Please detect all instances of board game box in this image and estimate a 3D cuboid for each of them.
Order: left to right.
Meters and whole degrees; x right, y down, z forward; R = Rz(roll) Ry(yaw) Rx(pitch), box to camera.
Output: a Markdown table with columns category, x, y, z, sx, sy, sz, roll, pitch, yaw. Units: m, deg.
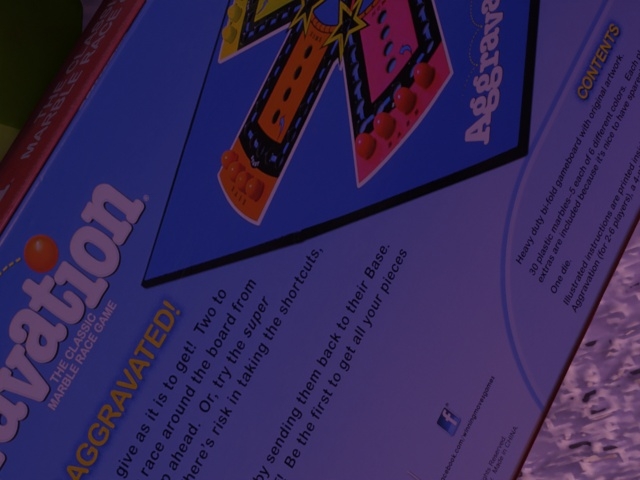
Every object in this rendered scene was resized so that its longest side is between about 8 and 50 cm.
| category | x | y | z | sx | sy | sz | roll | pitch | yaw |
| --- | --- | --- | --- | --- | --- | --- | --- | --- | --- |
| board game box | 0.000 | 0.000 | 0.420 | 0.145 | 0.281 | 0.027 | 40 | 156 | -26 |

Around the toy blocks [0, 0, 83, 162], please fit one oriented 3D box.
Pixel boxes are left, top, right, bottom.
| category | x | y | z | sx | sy | sz | roll | pitch | yaw |
| --- | --- | --- | --- | --- | --- | --- | --- | --- | --- |
| toy blocks | -0.284 | -0.026 | 0.445 | 0.381 | 0.191 | 0.261 | 15 | 137 | -23 |
